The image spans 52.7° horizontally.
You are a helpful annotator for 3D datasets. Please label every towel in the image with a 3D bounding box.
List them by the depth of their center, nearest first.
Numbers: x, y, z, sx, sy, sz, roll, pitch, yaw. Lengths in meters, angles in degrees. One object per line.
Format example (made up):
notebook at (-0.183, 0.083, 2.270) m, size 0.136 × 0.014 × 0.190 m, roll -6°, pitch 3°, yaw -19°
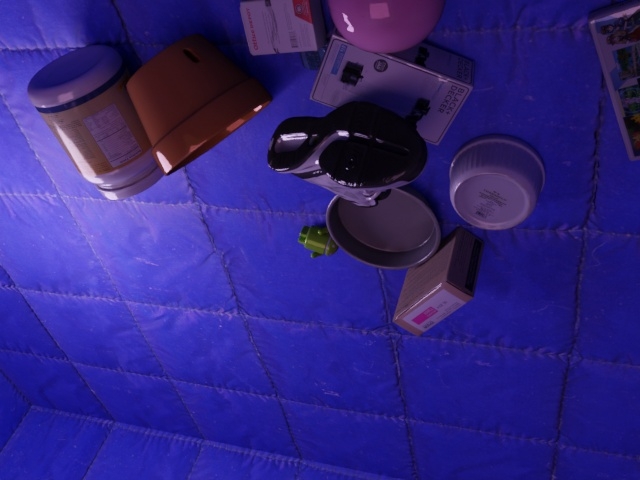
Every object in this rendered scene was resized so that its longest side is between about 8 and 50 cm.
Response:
towel at (0.016, -0.386, 1.349) m, size 0.119 × 0.029 × 0.067 m, roll 4°, pitch 136°, yaw 20°

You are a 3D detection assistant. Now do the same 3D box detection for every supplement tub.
supplement tub at (-0.517, -0.277, 1.546) m, size 0.228 × 0.228 × 0.316 m, roll -1°, pitch 134°, yaw 24°

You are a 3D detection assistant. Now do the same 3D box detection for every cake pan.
cake pan at (0.160, -0.044, 1.627) m, size 0.293 × 0.054 × 0.293 m, roll 12°, pitch 138°, yaw 12°

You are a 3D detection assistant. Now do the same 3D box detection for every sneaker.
sneaker at (0.108, -0.166, 1.361) m, size 0.257 × 0.169 × 0.447 m, roll 19°, pitch 177°, yaw -38°

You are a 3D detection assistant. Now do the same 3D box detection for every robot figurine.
robot figurine at (0.000, 0.000, 1.734) m, size 0.115 × 0.067 × 0.101 m, roll 20°, pitch 127°, yaw 3°

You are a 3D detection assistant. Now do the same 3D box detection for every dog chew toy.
dog chew toy at (0.107, -0.493, 1.081) m, size 0.207 × 0.206 × 0.331 m, roll 6°, pitch 128°, yaw 18°

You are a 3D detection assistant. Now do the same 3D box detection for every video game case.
video game case at (0.672, -0.306, 1.144) m, size 0.300 × 0.036 × 0.329 m, roll -11°, pitch 130°, yaw 32°

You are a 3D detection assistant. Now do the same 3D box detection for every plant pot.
plant pot at (-0.278, -0.304, 1.398) m, size 0.291 × 0.291 × 0.203 m, roll -28°, pitch 103°, yaw 41°

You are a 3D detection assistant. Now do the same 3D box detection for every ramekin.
ramekin at (0.381, -0.117, 1.413) m, size 0.207 × 0.109 × 0.207 m, roll 12°, pitch 138°, yaw 11°

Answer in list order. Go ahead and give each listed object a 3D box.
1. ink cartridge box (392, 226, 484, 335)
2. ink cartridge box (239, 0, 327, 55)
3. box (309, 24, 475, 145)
ink cartridge box at (0.296, 0.105, 1.621) m, size 0.088 × 0.193 × 0.234 m, roll 32°, pitch 138°, yaw -10°
ink cartridge box at (-0.074, -0.437, 1.296) m, size 0.150 × 0.063 × 0.109 m, roll 3°, pitch 123°, yaw 22°
box at (0.142, -0.320, 1.293) m, size 0.290 × 0.087 × 0.169 m, roll 19°, pitch 140°, yaw -8°
